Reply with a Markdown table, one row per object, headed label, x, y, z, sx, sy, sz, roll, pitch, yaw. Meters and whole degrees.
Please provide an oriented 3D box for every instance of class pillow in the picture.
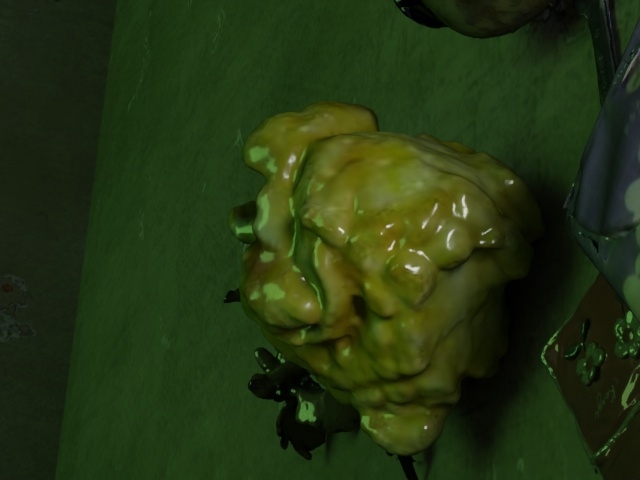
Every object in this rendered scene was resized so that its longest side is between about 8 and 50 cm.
| label | x | y | z | sx | sy | sz | roll | pitch | yaw |
| --- | --- | --- | --- | --- | --- | --- | --- | --- | --- |
| pillow | 0.209 | 0.107 | 0.977 | 0.232 | 0.043 | 0.126 | -104 | 32 | -52 |

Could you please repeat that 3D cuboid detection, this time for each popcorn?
| label | x | y | z | sx | sy | sz | roll | pitch | yaw |
| --- | --- | --- | --- | --- | --- | --- | --- | --- | --- |
| popcorn | 0.045 | 0.030 | 1.241 | 0.242 | 0.235 | 0.250 | 43 | 134 | 49 |

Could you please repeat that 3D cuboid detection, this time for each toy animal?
| label | x | y | z | sx | sy | sz | roll | pitch | yaw |
| --- | --- | --- | --- | --- | --- | --- | --- | --- | --- |
| toy animal | -0.011 | 0.100 | 1.548 | 0.214 | 0.186 | 0.094 | -51 | -6 | 12 |

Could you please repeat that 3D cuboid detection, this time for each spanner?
| label | x | y | z | sx | sy | sz | roll | pitch | yaw |
| --- | --- | --- | --- | --- | --- | --- | --- | --- | --- |
| spanner | 0.216 | -0.114 | 1.143 | 0.054 | 0.015 | 0.254 | 122 | 154 | -50 |

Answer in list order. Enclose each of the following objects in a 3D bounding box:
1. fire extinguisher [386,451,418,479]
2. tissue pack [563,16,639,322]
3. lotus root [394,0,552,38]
| label | x | y | z | sx | sy | sz | roll | pitch | yaw |
| --- | --- | --- | --- | --- | --- | --- | --- | --- | --- |
| fire extinguisher | 0.069 | 0.132 | 1.377 | 0.062 | 0.050 | 0.177 | 60 | -160 | -47 |
| tissue pack | 0.263 | -0.021 | 0.763 | 0.344 | 0.125 | 0.242 | -115 | 42 | -58 |
| lotus root | 0.160 | -0.283 | 1.198 | 0.309 | 0.173 | 0.173 | 125 | 151 | -53 |
